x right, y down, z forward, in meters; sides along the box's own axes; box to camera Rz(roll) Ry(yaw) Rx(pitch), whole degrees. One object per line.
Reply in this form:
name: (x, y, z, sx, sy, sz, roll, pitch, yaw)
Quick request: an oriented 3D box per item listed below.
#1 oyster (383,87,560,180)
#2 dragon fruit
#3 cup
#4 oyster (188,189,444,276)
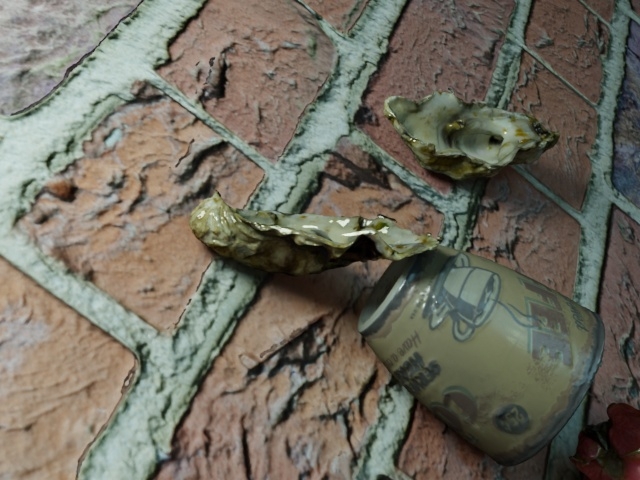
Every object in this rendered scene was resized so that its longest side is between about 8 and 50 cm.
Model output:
oyster: (0.251, -0.165, 1.528, 0.341, 0.110, 0.166, -8, 58, -39)
dragon fruit: (0.456, 0.317, 1.222, 0.227, 0.224, 0.224, 47, 37, -28)
cup: (0.192, 0.109, 1.199, 0.257, 0.227, 0.301, 36, 13, -4)
oyster: (-0.003, 0.004, 1.118, 0.166, 0.294, 0.094, 5, 94, -64)
